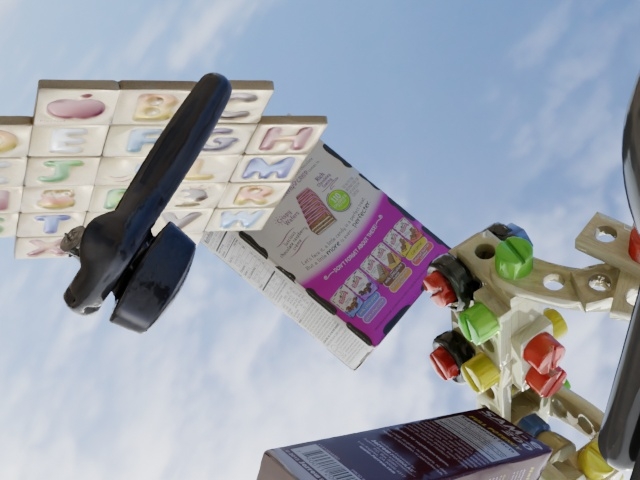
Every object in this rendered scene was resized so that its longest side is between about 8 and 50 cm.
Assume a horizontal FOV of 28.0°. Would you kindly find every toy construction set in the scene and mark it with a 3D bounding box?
[{"bbox_3d":[0.191,0.103,1.041,0.215,0.151,0.328,45,-38,36],"label":"toy construction set"}]

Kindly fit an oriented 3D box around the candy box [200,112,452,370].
[{"bbox_3d":[0.000,0.000,1.339,0.159,0.233,0.071,-46,175,-34],"label":"candy box"}]

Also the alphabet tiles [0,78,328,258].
[{"bbox_3d":[-0.160,-0.049,1.068,0.342,0.285,0.011,126,-40,-63],"label":"alphabet tiles"}]

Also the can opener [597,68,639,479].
[{"bbox_3d":[0.157,0.018,0.576,0.076,0.095,0.283,-111,-160,-50],"label":"can opener"}]

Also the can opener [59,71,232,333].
[{"bbox_3d":[-0.104,-0.028,0.804,0.059,0.073,0.186,-28,-146,52],"label":"can opener"}]

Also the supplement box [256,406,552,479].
[{"bbox_3d":[0.050,0.200,0.900,0.073,0.239,0.130,33,-67,39],"label":"supplement box"}]
